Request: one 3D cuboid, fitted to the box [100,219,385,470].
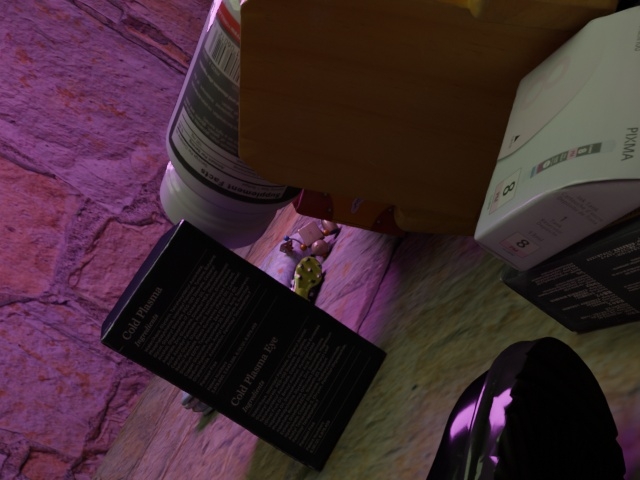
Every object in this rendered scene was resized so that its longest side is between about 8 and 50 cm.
[{"bbox_3d":[-0.130,0.137,1.025,0.179,0.312,0.343,-59,13,-12],"label":"box"}]

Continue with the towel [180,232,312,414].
[{"bbox_3d":[-0.166,0.181,1.590,0.374,0.090,0.320,-46,16,37],"label":"towel"}]

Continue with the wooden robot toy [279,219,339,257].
[{"bbox_3d":[0.000,0.000,1.508,0.173,0.079,0.076,-33,-21,3],"label":"wooden robot toy"}]

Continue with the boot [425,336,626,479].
[{"bbox_3d":[0.030,0.222,0.455,0.260,0.131,0.348,-16,39,47],"label":"boot"}]

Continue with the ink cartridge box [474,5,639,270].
[{"bbox_3d":[0.212,-0.102,0.500,0.232,0.066,0.189,-49,13,56],"label":"ink cartridge box"}]

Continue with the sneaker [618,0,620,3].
[{"bbox_3d":[0.396,-0.359,0.873,0.094,0.080,0.212,-48,7,-25],"label":"sneaker"}]

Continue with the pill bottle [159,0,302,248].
[{"bbox_3d":[-0.085,-0.168,0.963,0.363,0.210,0.210,-57,8,41],"label":"pill bottle"}]

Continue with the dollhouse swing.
[{"bbox_3d":[0.112,-0.213,0.780,0.347,0.305,0.315,100,-166,-58],"label":"dollhouse swing"}]

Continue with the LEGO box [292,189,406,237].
[{"bbox_3d":[0.079,-0.313,1.191,0.372,0.193,0.500,-119,44,-65],"label":"LEGO box"}]

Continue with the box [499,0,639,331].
[{"bbox_3d":[0.317,-0.124,0.489,0.318,0.097,0.395,-61,12,-28],"label":"box"}]

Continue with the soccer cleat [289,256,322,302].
[{"bbox_3d":[-0.042,0.103,1.383,0.072,0.060,0.179,-47,18,42],"label":"soccer cleat"}]
